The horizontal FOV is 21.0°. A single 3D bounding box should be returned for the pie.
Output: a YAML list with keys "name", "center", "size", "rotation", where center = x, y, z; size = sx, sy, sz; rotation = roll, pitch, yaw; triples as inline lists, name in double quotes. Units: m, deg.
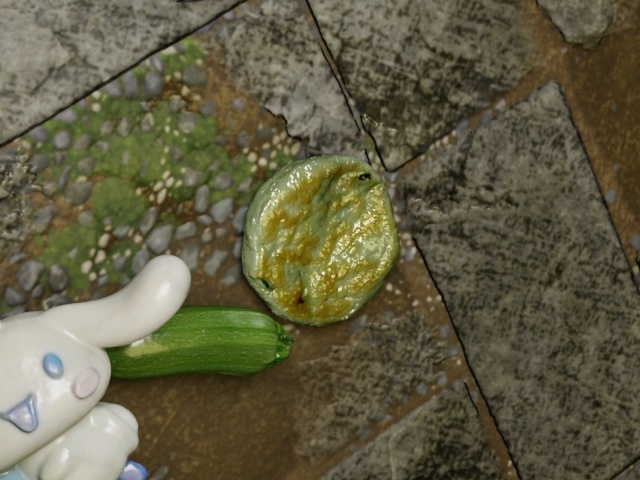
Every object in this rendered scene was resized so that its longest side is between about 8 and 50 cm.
- name: "pie"
  center: [0.000, 0.000, 1.791]
  size: [0.187, 0.041, 0.187]
  rotation: [-8, 106, -27]

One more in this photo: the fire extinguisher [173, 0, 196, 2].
- name: "fire extinguisher"
  center: [-0.091, -0.296, 1.668]
  size: [0.078, 0.045, 0.157]
  rotation: [15, 95, -52]

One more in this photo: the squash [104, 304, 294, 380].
- name: "squash"
  center: [-0.127, 0.102, 1.732]
  size: [0.219, 0.068, 0.077]
  rotation: [2, 107, -29]

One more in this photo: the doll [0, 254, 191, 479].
- name: "doll"
  center: [-0.265, 0.222, 1.612]
  size: [0.376, 0.187, 0.365]
  rotation: [-15, 105, 11]
